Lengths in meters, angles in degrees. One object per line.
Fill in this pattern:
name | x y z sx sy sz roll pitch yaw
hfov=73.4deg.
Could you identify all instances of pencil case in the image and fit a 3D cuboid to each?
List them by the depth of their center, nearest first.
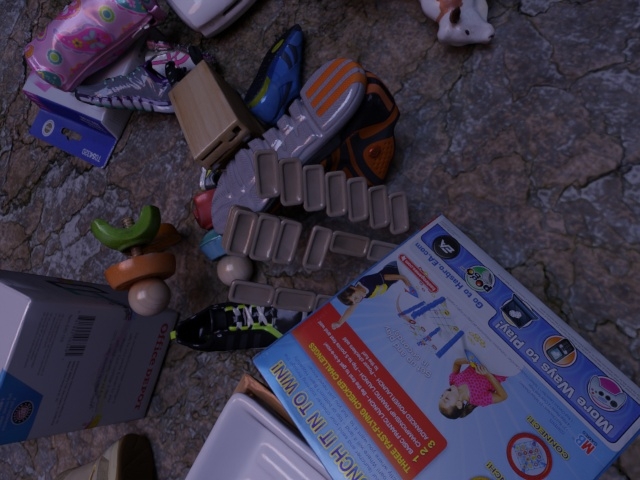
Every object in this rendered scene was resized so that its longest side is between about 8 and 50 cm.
pencil case | -0.447 -0.418 0.862 0.284 0.124 0.124 -30 67 11

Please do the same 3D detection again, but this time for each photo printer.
photo printer | -0.225 -0.578 0.879 0.256 0.107 0.308 -43 65 8

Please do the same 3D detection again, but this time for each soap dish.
soap dish | -0.076 0.367 0.579 0.228 0.118 0.291 28 89 26

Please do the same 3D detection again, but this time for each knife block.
knife block | -0.197 -0.236 0.718 0.088 0.276 0.242 -40 95 10

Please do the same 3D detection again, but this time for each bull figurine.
bull figurine | 0.195 -0.441 0.667 0.188 0.101 0.310 -37 66 8

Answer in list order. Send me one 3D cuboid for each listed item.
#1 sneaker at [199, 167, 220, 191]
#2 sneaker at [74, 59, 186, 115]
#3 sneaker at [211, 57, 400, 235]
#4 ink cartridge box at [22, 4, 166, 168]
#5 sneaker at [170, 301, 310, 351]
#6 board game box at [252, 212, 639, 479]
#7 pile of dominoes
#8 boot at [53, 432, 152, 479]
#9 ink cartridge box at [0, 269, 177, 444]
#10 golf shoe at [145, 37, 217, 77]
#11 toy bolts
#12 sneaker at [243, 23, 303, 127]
sneaker | -0.203 -0.132 0.809 0.035 0.031 0.084 2 82 10
sneaker | -0.371 -0.309 0.853 0.223 0.083 0.098 6 109 -3
sneaker | -0.010 -0.095 0.636 0.321 0.180 0.125 -37 55 26
ink cartridge box | -0.549 -0.367 0.995 0.323 0.071 0.330 23 86 26
sneaker | -0.128 0.134 0.670 0.234 0.097 0.084 -20 71 18
board game box | 0.134 0.170 0.491 0.301 0.086 0.308 -36 64 -13
pile of dominoes | 0.000 0.000 0.579 0.040 0.251 0.196 35 111 64
boot | -0.367 0.467 0.669 0.203 0.095 0.262 -30 47 16
ink cartridge box | -0.417 0.174 0.692 0.197 0.270 0.198 14 83 27
golf shoe | -0.286 -0.359 0.885 0.186 0.067 0.086 22 112 27
toy bolts | -0.228 0.030 0.726 0.228 0.218 0.159 -19 82 -16
sneaker | -0.066 -0.295 0.774 0.069 0.082 0.210 -13 52 49
